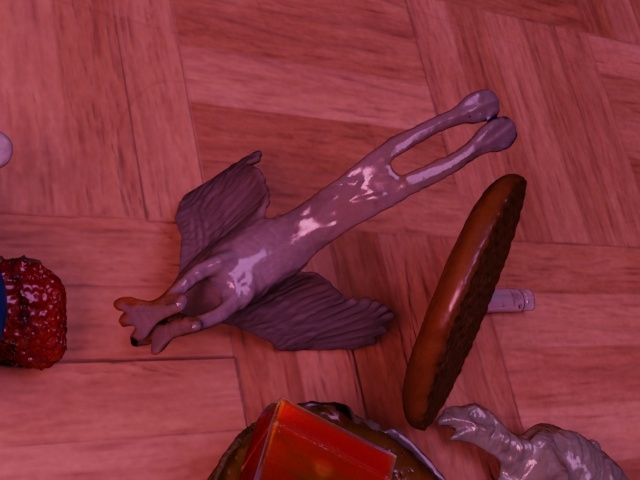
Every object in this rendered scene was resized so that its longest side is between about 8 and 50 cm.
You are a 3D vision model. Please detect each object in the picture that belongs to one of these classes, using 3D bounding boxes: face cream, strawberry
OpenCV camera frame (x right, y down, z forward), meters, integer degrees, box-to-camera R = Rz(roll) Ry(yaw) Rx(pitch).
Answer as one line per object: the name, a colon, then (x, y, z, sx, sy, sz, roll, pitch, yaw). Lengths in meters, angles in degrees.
face cream: (0.188, 0.065, 1.164, 0.115, 0.020, 0.038, 2, 66, -34)
strawberry: (-0.234, 0.057, 0.832, 0.096, 0.083, 0.083, 54, 48, -8)

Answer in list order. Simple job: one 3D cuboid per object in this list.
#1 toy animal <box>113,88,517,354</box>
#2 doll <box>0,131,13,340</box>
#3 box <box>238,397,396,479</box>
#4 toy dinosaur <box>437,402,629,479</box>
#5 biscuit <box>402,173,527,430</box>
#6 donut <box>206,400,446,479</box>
toy animal: (-0.016, 0.010, 0.873, 0.302, 0.284, 0.225, -32, 89, -43)
doll: (-0.311, -0.003, 0.744, 0.215, 0.161, 0.257, -23, 62, -8)
box: (-0.015, 0.218, 0.792, 0.112, 0.048, 0.175, 29, 47, -11)
toy dinosaur: (0.282, 0.294, 1.072, 0.393, 0.092, 0.205, 19, 52, -24)
biscuit: (0.133, 0.055, 0.998, 0.037, 0.262, 0.262, 21, 48, 14)
donut: (0.005, 0.270, 0.874, 0.272, 0.107, 0.272, 19, 51, -26)
